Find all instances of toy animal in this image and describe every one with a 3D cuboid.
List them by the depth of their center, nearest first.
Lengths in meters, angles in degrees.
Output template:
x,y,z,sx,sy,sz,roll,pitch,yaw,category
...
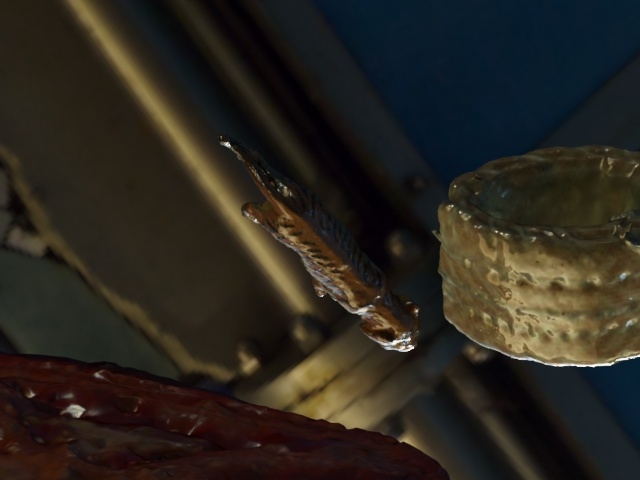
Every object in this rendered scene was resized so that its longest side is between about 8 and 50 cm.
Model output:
x,y,z,sx,sy,sz,roll,pitch,yaw,category
0.000,0.000,1.241,0.241,0.057,0.099,49,-8,-31,toy animal

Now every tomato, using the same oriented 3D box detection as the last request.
x,y,z,sx,sy,sz,roll,pitch,yaw,category
-0.061,0.083,0.333,0.166,0.174,0.082,11,-78,16,tomato

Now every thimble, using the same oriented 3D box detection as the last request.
x,y,z,sx,sy,sz,roll,pitch,yaw,category
0.231,0.007,1.421,0.229,0.196,0.148,9,-56,25,thimble
